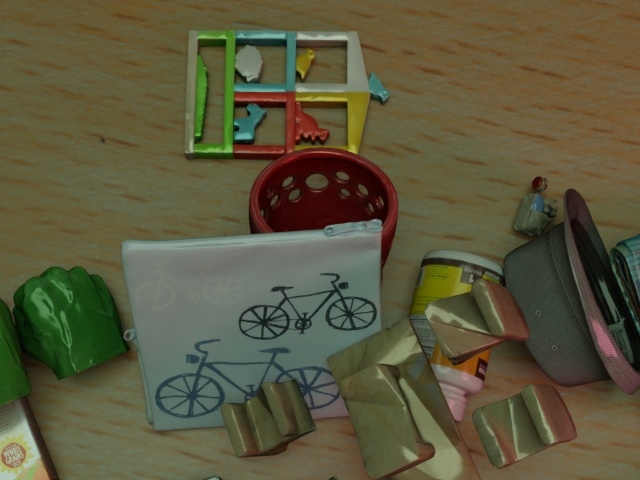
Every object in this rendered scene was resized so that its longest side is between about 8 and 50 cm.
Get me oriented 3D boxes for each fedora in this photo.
[{"bbox_3d":[0.323,0.082,1.412,0.124,0.243,0.276,-23,95,23],"label":"fedora"}]

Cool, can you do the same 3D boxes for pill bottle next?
[{"bbox_3d":[0.171,0.128,1.428,0.117,0.117,0.215,14,77,2],"label":"pill bottle"}]

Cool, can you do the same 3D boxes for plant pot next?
[{"bbox_3d":[0.000,0.000,1.411,0.191,0.174,0.191,2,51,-3],"label":"plant pot"}]

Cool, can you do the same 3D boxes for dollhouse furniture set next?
[{"bbox_3d":[0.145,0.300,1.303,0.362,0.256,0.394,-28,72,17],"label":"dollhouse furniture set"}]

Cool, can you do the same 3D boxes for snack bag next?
[{"bbox_3d":[-0.081,0.112,1.343,0.322,0.343,0.037,-4,40,-1],"label":"snack bag"}]

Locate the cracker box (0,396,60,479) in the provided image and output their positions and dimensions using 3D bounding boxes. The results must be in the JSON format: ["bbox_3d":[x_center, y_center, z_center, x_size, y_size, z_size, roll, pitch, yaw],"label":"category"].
[{"bbox_3d":[-0.463,0.244,1.415,0.155,0.067,0.232,-23,79,-8],"label":"cracker box"}]

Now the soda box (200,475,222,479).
[{"bbox_3d":[-0.125,0.448,1.355,0.091,0.098,0.286,-18,78,-8],"label":"soda box"}]

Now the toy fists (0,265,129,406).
[{"bbox_3d":[-0.385,0.124,1.384,0.279,0.096,0.142,-22,91,-39],"label":"toy fists"}]

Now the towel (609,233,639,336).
[{"bbox_3d":[0.592,0.085,1.451,0.370,0.040,0.272,-15,78,-17],"label":"towel"}]

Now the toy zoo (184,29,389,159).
[{"bbox_3d":[-0.047,-0.211,1.552,0.293,0.030,0.193,1,76,0],"label":"toy zoo"}]

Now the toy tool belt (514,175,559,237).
[{"bbox_3d":[0.310,-0.043,1.514,0.051,0.052,0.083,28,79,-26],"label":"toy tool belt"}]
